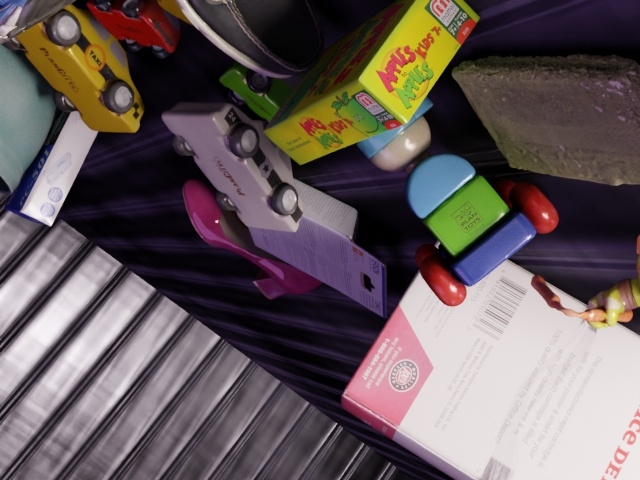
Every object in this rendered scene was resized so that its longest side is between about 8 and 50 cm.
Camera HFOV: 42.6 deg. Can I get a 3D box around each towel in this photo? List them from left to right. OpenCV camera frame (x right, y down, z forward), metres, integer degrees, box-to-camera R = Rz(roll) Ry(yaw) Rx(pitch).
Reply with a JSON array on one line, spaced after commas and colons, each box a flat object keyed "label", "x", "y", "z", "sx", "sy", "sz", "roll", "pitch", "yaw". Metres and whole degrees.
[{"label": "towel", "x": 0.161, "y": -0.081, "z": 0.542, "sx": 0.148, "sy": 0.027, "sz": 0.110, "roll": 15, "pitch": 155, "yaw": 53}]

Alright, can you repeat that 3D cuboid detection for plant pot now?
[{"label": "plant pot", "x": -0.437, "y": -0.223, "z": 1.000, "sx": 0.293, "sy": 0.196, "sz": 0.293, "roll": 32, "pitch": 164, "yaw": 10}]

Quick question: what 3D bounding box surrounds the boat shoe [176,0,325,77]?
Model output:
[{"label": "boat shoe", "x": -0.060, "y": -0.196, "z": 0.544, "sx": 0.079, "sy": 0.084, "sz": 0.233, "roll": 18, "pitch": 155, "yaw": 45}]

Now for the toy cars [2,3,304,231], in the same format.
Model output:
[{"label": "toy cars", "x": -0.168, "y": -0.151, "z": 0.889, "sx": 0.393, "sy": 0.087, "sz": 0.176, "roll": 32, "pitch": 154, "yaw": -7}]

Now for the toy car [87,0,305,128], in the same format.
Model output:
[{"label": "toy car", "x": -0.085, "y": -0.172, "z": 0.717, "sx": 0.225, "sy": 0.053, "sz": 0.239, "roll": 39, "pitch": 164, "yaw": -18}]

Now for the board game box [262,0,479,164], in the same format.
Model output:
[{"label": "board game box", "x": 0.028, "y": -0.114, "z": 0.589, "sx": 0.043, "sy": 0.092, "sz": 0.181, "roll": 40, "pitch": 163, "yaw": -15}]

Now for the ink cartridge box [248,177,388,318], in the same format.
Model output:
[{"label": "ink cartridge box", "x": 0.000, "y": 0.000, "z": 1.057, "sx": 0.224, "sy": 0.045, "sz": 0.223, "roll": 30, "pitch": 163, "yaw": 15}]

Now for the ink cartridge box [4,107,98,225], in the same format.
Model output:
[{"label": "ink cartridge box", "x": -0.334, "y": -0.123, "z": 1.065, "sx": 0.046, "sy": 0.207, "sz": 0.097, "roll": 29, "pitch": 169, "yaw": -31}]

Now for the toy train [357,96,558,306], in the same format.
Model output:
[{"label": "toy train", "x": 0.096, "y": -0.044, "z": 0.683, "sx": 0.143, "sy": 0.105, "sz": 0.248, "roll": 50, "pitch": -173, "yaw": -2}]

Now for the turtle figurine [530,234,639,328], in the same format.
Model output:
[{"label": "turtle figurine", "x": 0.287, "y": 0.053, "z": 0.574, "sx": 0.217, "sy": 0.087, "sz": 0.269, "roll": 32, "pitch": 166, "yaw": -15}]

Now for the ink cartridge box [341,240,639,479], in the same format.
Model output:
[{"label": "ink cartridge box", "x": 0.192, "y": 0.153, "z": 0.827, "sx": 0.283, "sy": 0.207, "sz": 0.117, "roll": 31, "pitch": 165, "yaw": 12}]

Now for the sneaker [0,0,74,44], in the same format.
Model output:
[{"label": "sneaker", "x": -0.277, "y": -0.262, "z": 0.648, "sx": 0.330, "sy": 0.129, "sz": 0.147, "roll": 37, "pitch": 159, "yaw": 42}]

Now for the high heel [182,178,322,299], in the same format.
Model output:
[{"label": "high heel", "x": -0.095, "y": -0.009, "z": 1.212, "sx": 0.117, "sy": 0.082, "sz": 0.244, "roll": -21, "pitch": 115, "yaw": 37}]
